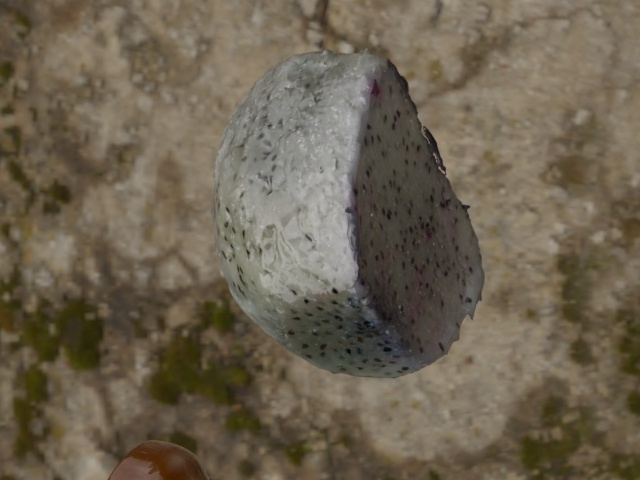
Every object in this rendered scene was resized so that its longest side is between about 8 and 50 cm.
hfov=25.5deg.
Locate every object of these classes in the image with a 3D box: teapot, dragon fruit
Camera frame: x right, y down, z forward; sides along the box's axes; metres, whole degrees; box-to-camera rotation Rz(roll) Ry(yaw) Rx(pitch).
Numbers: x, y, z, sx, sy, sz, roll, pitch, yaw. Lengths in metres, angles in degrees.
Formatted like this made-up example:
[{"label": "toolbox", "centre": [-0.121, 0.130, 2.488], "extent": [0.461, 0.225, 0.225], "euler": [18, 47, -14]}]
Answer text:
[{"label": "teapot", "centre": [-0.146, 0.257, 1.340], "extent": [0.116, 0.173, 0.116], "euler": [8, 106, 30]}, {"label": "dragon fruit", "centre": [0.000, 0.000, 1.262], "extent": [0.204, 0.283, 0.221], "euler": [-7, 46, 29]}]
